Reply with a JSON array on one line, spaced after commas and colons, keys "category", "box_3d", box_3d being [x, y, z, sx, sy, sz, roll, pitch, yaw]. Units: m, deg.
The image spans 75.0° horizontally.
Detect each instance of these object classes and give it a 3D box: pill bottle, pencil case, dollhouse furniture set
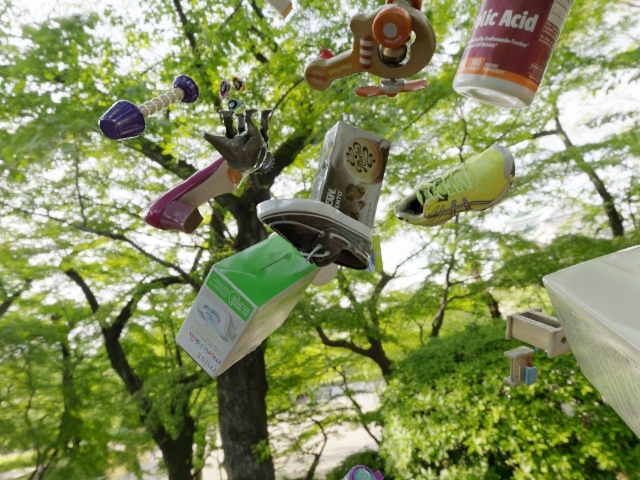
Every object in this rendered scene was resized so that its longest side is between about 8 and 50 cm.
[{"category": "pill bottle", "box_3d": [0.529, -0.580, 1.121, 0.224, 0.391, 0.224, 16, 12, -4]}, {"category": "pencil case", "box_3d": [0.037, 0.421, 0.650, 0.070, 0.064, 0.151, 7, -58, -44]}, {"category": "pill bottle", "box_3d": [-0.054, 0.044, 1.121, 0.121, 0.121, 0.221, -4, 14, -32]}, {"category": "dollhouse furniture set", "box_3d": [0.558, 0.280, 1.043, 0.129, 0.183, 0.129, -7, 12, -25]}]

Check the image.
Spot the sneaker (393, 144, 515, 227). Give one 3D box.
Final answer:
[{"category": "sneaker", "box_3d": [0.362, -0.128, 1.159, 0.147, 0.145, 0.385, -6, -20, -32]}]

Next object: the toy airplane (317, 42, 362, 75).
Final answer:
[{"category": "toy airplane", "box_3d": [0.055, -0.519, 1.209, 0.152, 0.151, 0.028, -7, -27, -22]}]

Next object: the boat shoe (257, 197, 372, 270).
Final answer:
[{"category": "boat shoe", "box_3d": [0.000, 0.000, 0.822, 0.108, 0.102, 0.301, -14, -22, 36]}]

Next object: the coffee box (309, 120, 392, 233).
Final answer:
[{"category": "coffee box", "box_3d": [0.072, -0.153, 1.159, 0.168, 0.296, 0.119, 17, -11, -18]}]

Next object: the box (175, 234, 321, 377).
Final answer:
[{"category": "box", "box_3d": [-0.142, 0.129, 0.898, 0.231, 0.127, 0.262, -56, -13, 31]}]

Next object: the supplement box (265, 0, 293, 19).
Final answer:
[{"category": "supplement box", "box_3d": [-0.109, -0.553, 0.941, 0.036, 0.098, 0.062, -47, 16, 14]}]

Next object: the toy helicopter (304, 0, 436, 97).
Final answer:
[{"category": "toy helicopter", "box_3d": [0.117, -0.445, 1.048, 0.356, 0.140, 0.235, -5, -43, 36]}]

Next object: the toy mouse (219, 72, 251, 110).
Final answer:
[{"category": "toy mouse", "box_3d": [-0.299, -0.489, 1.410, 0.031, 0.161, 0.143, -15, -32, -53]}]

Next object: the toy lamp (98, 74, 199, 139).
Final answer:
[{"category": "toy lamp", "box_3d": [-0.371, -0.296, 0.919, 0.080, 0.080, 0.274, -22, 25, 35]}]

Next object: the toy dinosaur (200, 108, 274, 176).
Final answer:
[{"category": "toy dinosaur", "box_3d": [-0.170, -0.218, 0.965, 0.121, 0.160, 0.313, -4, 14, 6]}]

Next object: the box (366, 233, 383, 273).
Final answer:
[{"category": "box", "box_3d": [0.133, 0.034, 1.238, 0.043, 0.108, 0.178, -11, 7, -19]}]

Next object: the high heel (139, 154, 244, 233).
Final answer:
[{"category": "high heel", "box_3d": [-0.371, -0.178, 1.254, 0.182, 0.377, 0.127, 15, -41, 22]}]

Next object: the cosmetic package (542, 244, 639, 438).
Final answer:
[{"category": "cosmetic package", "box_3d": [0.341, 0.111, 0.391, 0.129, 0.153, 0.296, -23, 4, 15]}]
